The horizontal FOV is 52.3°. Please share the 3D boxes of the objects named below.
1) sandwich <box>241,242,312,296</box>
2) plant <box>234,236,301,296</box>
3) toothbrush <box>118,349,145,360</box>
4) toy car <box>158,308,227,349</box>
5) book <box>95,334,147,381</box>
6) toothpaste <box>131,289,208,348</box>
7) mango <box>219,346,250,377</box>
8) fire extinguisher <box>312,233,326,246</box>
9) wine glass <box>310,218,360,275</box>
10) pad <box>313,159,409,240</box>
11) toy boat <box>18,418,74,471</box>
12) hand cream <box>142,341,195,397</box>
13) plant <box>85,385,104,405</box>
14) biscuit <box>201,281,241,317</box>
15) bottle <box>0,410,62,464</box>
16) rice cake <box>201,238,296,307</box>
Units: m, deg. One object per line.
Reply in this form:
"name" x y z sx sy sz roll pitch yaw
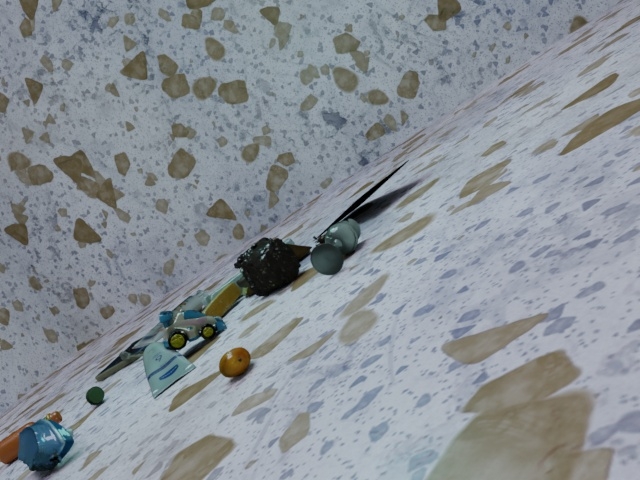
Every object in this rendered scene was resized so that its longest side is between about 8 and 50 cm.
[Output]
"sandwich" -0.144 0.064 1.894 0.244 0.088 0.090 -35 8 -11
"plant" -0.145 0.067 1.722 0.142 0.131 0.203 -43 10 -34
"toothbrush" -0.552 0.349 2.038 0.294 0.028 0.026 -16 35 42
"toy car" -0.326 0.208 1.641 0.162 0.098 0.126 -19 6 -10
"book" -0.647 0.384 2.276 0.191 0.025 0.269 -31 8 19
"toothpaste" -0.486 0.266 2.160 0.100 0.066 0.323 -15 17 35
"mango" -0.152 0.213 1.150 0.060 0.046 0.089 -36 3 -10
"fire extinguisher" 0.005 0.004 1.898 0.100 0.032 0.046 -18 52 64
"wine glass" 0.040 0.009 1.494 0.079 0.079 0.195 -31 9 24
"pad" 0.156 -0.112 1.981 0.315 0.063 0.375 -39 -1 -28
"toy boat" -0.589 0.444 1.425 0.098 0.109 0.238 2 -15 -34
"hand cream" -0.372 0.305 1.564 0.109 0.067 0.321 -35 15 -17
"plant" -0.622 0.428 1.797 0.051 0.051 0.102 -38 3 -29
"biscuit" -0.293 0.190 1.858 0.056 0.052 0.188 -41 6 38
"bottle" -0.807 0.542 1.813 0.187 0.069 0.069 -33 7 -6
"rice cake" -0.210 0.109 1.990 0.336 0.066 0.063 -35 -1 -14
